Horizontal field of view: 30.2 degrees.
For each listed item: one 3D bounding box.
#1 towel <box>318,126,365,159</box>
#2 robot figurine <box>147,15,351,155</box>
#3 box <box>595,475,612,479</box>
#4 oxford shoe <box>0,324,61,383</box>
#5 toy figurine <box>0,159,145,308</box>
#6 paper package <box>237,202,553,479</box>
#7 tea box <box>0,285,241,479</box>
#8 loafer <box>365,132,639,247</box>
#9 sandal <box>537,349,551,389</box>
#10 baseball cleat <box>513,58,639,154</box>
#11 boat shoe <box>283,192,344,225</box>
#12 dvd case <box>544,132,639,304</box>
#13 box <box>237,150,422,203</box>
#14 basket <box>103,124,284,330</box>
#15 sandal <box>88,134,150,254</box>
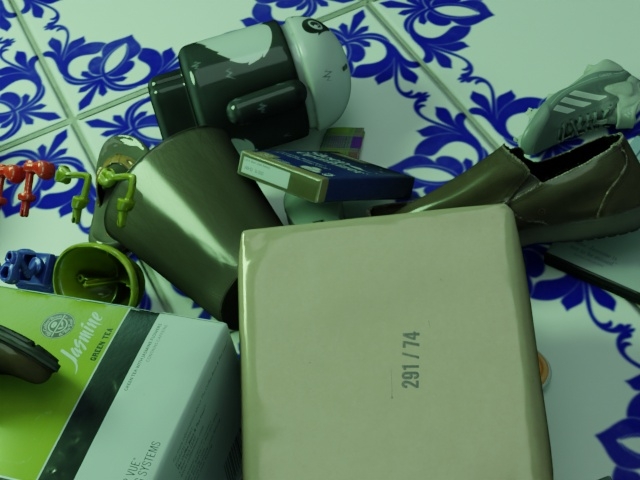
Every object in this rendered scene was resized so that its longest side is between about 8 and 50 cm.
[{"bbox_3d":[0.028,-0.128,1.667,0.060,0.009,0.083,2,48,13],"label":"towel"},{"bbox_3d":[-0.096,-0.213,1.654,0.278,0.173,0.209,-16,60,-4],"label":"robot figurine"},{"bbox_3d":[0.207,0.349,1.038,0.163,0.247,0.142,-18,46,-6],"label":"box"},{"bbox_3d":[-0.364,0.123,1.179,0.227,0.083,0.096,7,67,19],"label":"oxford shoe"},{"bbox_3d":[-0.293,0.017,1.456,0.363,0.217,0.191,1,81,33],"label":"toy figurine"},{"bbox_3d":[0.074,0.149,1.248,0.310,0.168,0.324,-5,65,6],"label":"paper package"},{"bbox_3d":[-0.279,0.249,1.238,0.324,0.220,0.329,9,50,17],"label":"tea box"},{"bbox_3d":[0.219,-0.059,1.454,0.366,0.130,0.134,-12,20,4],"label":"loafer"},{"bbox_3d":[0.156,0.091,1.398,0.265,0.076,0.102,26,57,29],"label":"sandal"},{"bbox_3d":[0.361,-0.171,1.604,0.109,0.072,0.206,37,66,27],"label":"baseball cleat"},{"bbox_3d":[0.000,0.000,1.510,0.078,0.070,0.219,-9,38,-5],"label":"boat shoe"},{"bbox_3d":[0.422,-0.025,1.492,0.180,0.022,0.253,25,57,29],"label":"dvd case"},{"bbox_3d":[0.021,-0.083,1.513,0.136,0.036,0.225,22,15,37],"label":"box"},{"bbox_3d":[-0.134,-0.004,1.493,0.204,0.154,0.227,-41,56,-3],"label":"basket"},{"bbox_3d":[-0.282,-0.073,1.639,0.090,0.060,0.219,-2,48,9],"label":"sandal"}]
